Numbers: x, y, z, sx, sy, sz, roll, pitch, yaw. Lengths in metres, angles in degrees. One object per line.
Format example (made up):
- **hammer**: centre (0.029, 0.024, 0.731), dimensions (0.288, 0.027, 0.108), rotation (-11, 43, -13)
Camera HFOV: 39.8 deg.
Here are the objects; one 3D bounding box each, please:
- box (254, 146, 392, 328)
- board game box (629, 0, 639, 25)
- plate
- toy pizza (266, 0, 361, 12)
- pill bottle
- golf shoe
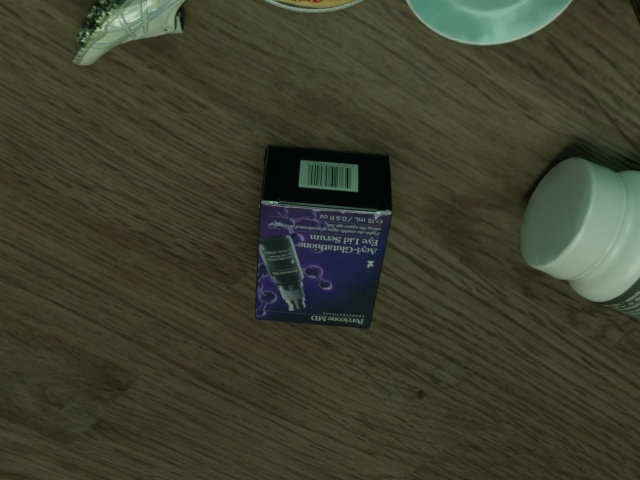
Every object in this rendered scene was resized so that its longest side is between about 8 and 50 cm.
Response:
- **box**: centre (0.000, 0.000, 1.084), dimensions (0.153, 0.108, 0.207), rotation (4, 133, -2)
- **board game box**: centre (0.258, -0.263, 0.728), dimensions (0.042, 0.243, 0.165), rotation (-19, 130, 20)
- **plate**: centre (0.170, -0.279, 0.869), dimensions (0.188, 0.024, 0.188), rotation (2, 134, 2)
- **toy pizza**: centre (-0.009, -0.305, 0.847), dimensions (0.201, 0.032, 0.201), rotation (1, 133, 2)
- **pill bottle**: centre (0.393, 0.014, 1.042), dimensions (0.283, 0.161, 0.161), rotation (20, 131, -16)
- **golf shoe**: centre (-0.185, -0.226, 0.910), dimensions (0.086, 0.069, 0.176), rotation (33, 128, -33)
